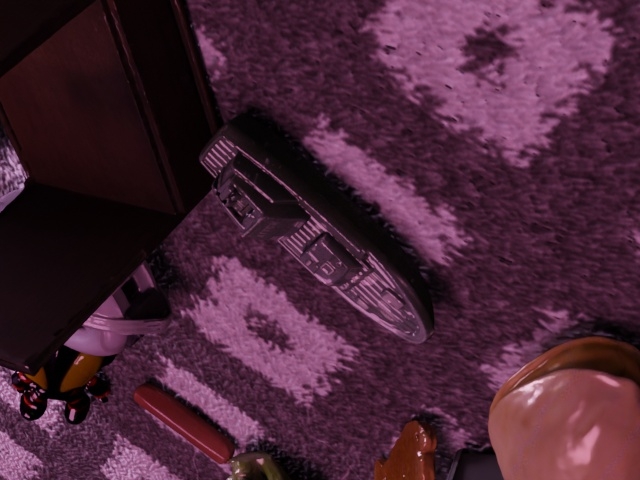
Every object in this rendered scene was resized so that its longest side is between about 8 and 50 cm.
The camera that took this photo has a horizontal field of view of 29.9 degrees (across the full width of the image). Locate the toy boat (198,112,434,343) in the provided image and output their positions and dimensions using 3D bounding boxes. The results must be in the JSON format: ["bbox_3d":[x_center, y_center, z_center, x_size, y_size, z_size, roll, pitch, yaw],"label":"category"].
[{"bbox_3d":[0.000,0.000,1.047,0.260,0.085,0.078,43,141,-6],"label":"toy boat"}]

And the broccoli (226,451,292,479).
[{"bbox_3d":[-0.071,0.321,1.411,0.162,0.146,0.137,-6,95,60],"label":"broccoli"}]

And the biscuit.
[{"bbox_3d":[0.087,0.296,1.244,0.035,0.162,0.250,6,115,-16],"label":"biscuit"}]

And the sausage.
[{"bbox_3d":[-0.163,0.221,1.452,0.147,0.035,0.030,35,174,1],"label":"sausage"}]

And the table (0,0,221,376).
[{"bbox_3d":[-0.251,-0.083,1.002,0.196,0.282,0.250,14,136,29],"label":"table"}]

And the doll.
[{"bbox_3d":[-0.317,0.154,1.468,0.088,0.127,0.248,62,149,26],"label":"doll"}]

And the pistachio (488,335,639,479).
[{"bbox_3d":[0.213,0.170,1.018,0.145,0.117,0.200,13,138,9],"label":"pistachio"}]

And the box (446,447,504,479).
[{"bbox_3d":[0.164,0.264,1.166,0.069,0.122,0.084,-10,124,30],"label":"box"}]

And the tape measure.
[{"bbox_3d":[-0.260,0.034,1.272,0.236,0.120,0.197,6,135,41],"label":"tape measure"}]
